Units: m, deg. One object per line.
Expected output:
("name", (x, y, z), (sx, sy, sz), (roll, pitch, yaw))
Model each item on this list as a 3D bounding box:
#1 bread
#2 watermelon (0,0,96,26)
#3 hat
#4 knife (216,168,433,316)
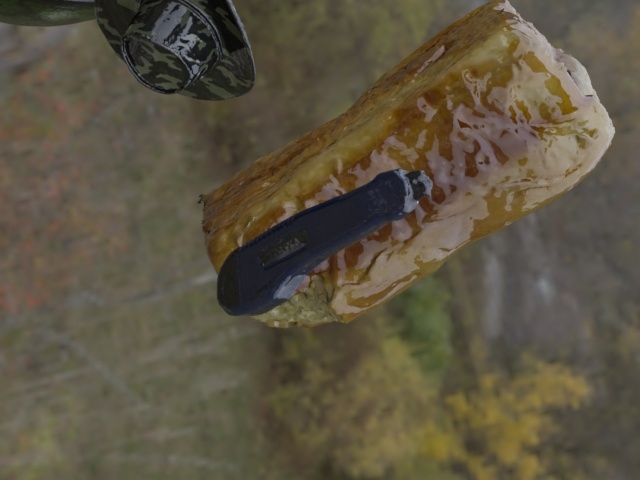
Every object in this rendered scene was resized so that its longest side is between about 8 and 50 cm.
("bread", (0.069, -0.050, 1.598), (0.149, 0.344, 0.195), (54, 9, -17))
("watermelon", (-0.214, -0.199, 1.449), (0.145, 0.137, 0.193), (46, 6, -2))
("hat", (-0.099, -0.126, 1.248), (0.050, 0.121, 0.121), (-52, 129, -44))
("knife", (0.000, 0.000, 0.861), (0.018, 0.121, 0.031), (3, 63, -52))
